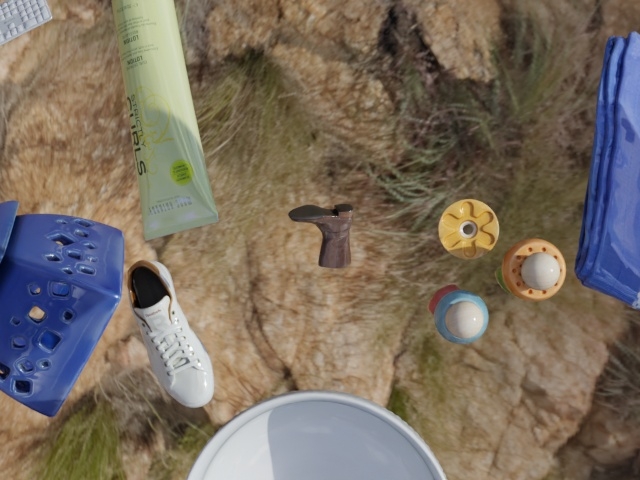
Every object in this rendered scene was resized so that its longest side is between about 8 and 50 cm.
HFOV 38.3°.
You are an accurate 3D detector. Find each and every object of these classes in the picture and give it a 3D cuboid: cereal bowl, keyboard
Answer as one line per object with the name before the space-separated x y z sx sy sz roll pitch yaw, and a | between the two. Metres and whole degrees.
cereal bowl | -0.001 0.347 1.128 0.338 0.141 0.339 0 88 3
keyboard | -0.549 -0.324 1.471 0.256 0.014 0.072 -26 65 4

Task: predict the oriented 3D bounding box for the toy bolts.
toy bolts | 0.257 0.056 1.486 0.218 0.158 0.228 41 92 2

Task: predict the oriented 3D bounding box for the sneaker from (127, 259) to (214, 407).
sneaker | -0.285 0.171 1.669 0.105 0.123 0.290 -26 82 1

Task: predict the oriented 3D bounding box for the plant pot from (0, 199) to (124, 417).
plant pot | -0.441 0.085 1.391 0.212 0.236 0.236 24 108 -20

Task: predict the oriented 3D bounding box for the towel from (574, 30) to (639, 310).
towel | 0.353 -0.014 0.683 0.335 0.040 0.243 20 57 -3

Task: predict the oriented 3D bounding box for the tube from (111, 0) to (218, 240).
tube | -0.156 -0.126 0.902 0.062 0.070 0.240 -8 86 -19

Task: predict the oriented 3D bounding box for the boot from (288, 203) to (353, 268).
boot | 0.000 0.000 1.430 0.106 0.037 0.114 -3 126 -10
